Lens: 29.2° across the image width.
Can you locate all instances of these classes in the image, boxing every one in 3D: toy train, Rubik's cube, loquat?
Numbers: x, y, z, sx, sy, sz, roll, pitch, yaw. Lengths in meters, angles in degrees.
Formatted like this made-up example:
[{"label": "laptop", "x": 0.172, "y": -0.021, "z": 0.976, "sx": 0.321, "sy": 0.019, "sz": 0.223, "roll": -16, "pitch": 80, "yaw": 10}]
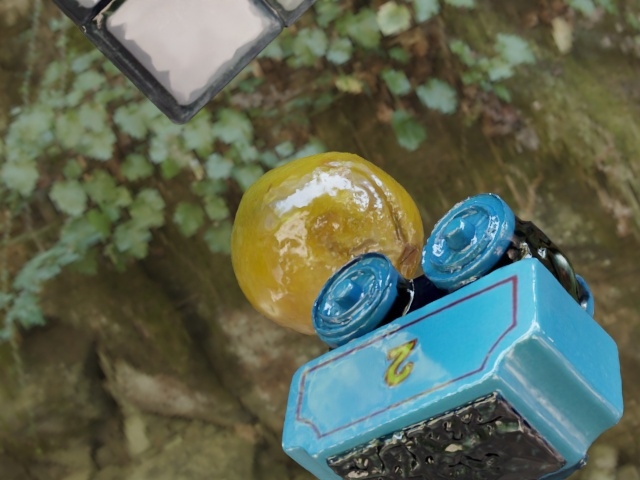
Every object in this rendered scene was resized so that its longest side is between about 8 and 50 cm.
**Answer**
[{"label": "toy train", "x": 0.117, "y": 0.123, "z": 1.168, "sx": 0.300, "sy": 0.188, "sz": 0.265, "roll": -29, "pitch": 34, "yaw": 30}, {"label": "Rubik's cube", "x": -0.174, "y": -0.362, "z": 1.286, "sx": 0.313, "sy": 0.316, "sz": 0.318, "roll": -44, "pitch": 33, "yaw": 1}, {"label": "loquat", "x": 0.000, "y": 0.000, "z": 1.762, "sx": 0.276, "sy": 0.276, "sz": 0.284, "roll": -31, "pitch": 39, "yaw": -22}]
